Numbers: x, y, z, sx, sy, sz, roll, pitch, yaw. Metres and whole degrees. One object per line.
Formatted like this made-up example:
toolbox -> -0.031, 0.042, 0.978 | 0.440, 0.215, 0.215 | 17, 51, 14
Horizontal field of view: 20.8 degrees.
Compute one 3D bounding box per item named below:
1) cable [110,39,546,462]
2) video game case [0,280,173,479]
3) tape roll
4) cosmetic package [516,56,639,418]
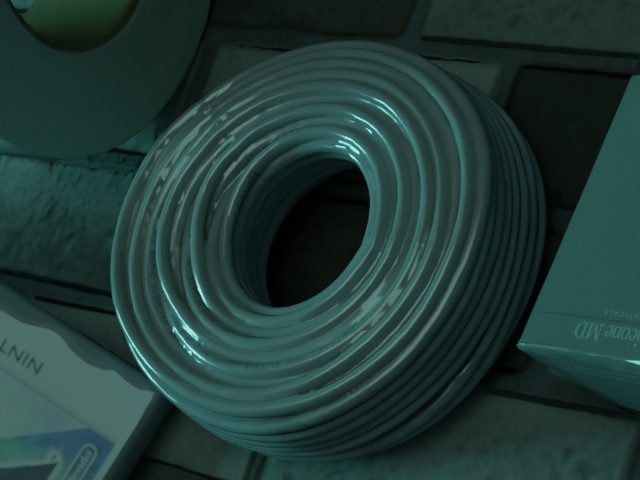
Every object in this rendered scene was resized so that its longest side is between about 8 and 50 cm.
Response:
cable -> 0.000, 0.000, 1.020 | 0.257, 0.089, 0.257 | 37, 89, 39
video game case -> -0.298, 0.159, 1.096 | 0.300, 0.036, 0.329 | 31, 85, 17
tape roll -> -0.190, -0.195, 1.117 | 0.100, 0.286, 0.286 | 5, 70, 35
cosmetic package -> 0.209, -0.025, 0.871 | 0.127, 0.107, 0.238 | 1, 62, 59
